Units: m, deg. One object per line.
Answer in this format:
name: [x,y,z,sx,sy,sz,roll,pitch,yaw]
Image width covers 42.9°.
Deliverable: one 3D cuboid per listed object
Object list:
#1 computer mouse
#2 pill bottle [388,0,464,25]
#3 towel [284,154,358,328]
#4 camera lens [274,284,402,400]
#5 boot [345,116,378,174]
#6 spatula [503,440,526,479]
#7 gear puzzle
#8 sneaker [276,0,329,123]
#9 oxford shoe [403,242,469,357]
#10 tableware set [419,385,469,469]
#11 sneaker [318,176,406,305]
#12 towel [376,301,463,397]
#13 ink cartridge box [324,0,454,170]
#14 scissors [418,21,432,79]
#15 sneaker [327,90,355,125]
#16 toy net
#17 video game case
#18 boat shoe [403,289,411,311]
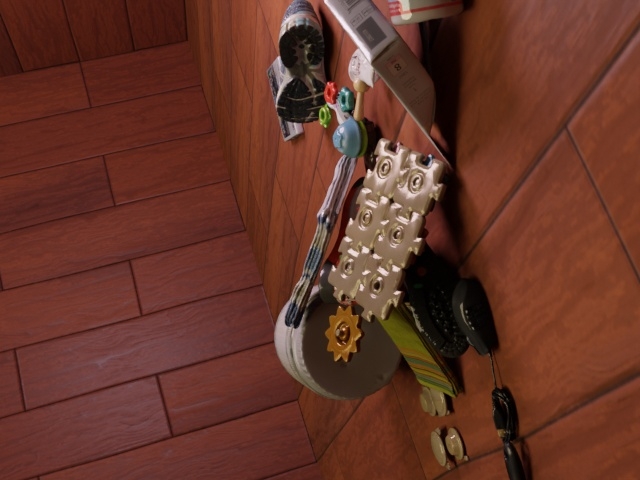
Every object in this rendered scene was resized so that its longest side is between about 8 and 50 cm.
computer mouse: [0.226,0.171,1.141,0.071,0.041,0.242,158,97,-77]
pill bottle: [0.113,-0.337,0.947,0.087,0.087,0.160,-143,41,-71]
towel: [0.000,0.000,1.451,0.209,0.034,0.285,-69,-2,-49]
camera lens: [0.031,0.199,1.626,0.274,0.219,0.219,168,88,-78]
boot: [0.080,-0.158,1.445,0.106,0.037,0.114,-130,23,-68]
spatula: [0.288,0.412,1.158,0.084,0.030,0.296,-131,29,-69]
gear puzzle: [0.091,0.028,1.194,0.175,0.044,0.339,32,105,53]
sneaker: [-0.032,-0.353,1.626,0.283,0.110,0.122,97,173,-54]
oxford shoe: [0.170,0.073,1.241,0.227,0.083,0.096,68,-169,19]
tableware set: [0.212,0.320,1.429,0.141,0.020,0.168,132,124,-73]
sneaker: [0.103,0.001,1.393,0.090,0.145,0.270,69,-148,-44]
towel: [0.135,0.155,1.288,0.102,0.021,0.237,7,137,55]
ink cartridge box: [0.110,-0.224,1.096,0.232,0.066,0.189,38,-162,-41]
scissors: [0.128,-0.326,1.072,0.109,0.021,0.297,-127,24,-55]
sneaker: [0.041,-0.261,1.498,0.098,0.038,0.069,60,161,23]
toy net: [0.059,-0.244,1.343,0.232,0.045,0.122,114,142,-49]
video game case: [-0.088,-0.347,2.012,0.173,0.022,0.190,-177,72,-77]
boat shoe: [0.148,0.103,1.382,0.170,0.063,0.059,-160,59,-64]
